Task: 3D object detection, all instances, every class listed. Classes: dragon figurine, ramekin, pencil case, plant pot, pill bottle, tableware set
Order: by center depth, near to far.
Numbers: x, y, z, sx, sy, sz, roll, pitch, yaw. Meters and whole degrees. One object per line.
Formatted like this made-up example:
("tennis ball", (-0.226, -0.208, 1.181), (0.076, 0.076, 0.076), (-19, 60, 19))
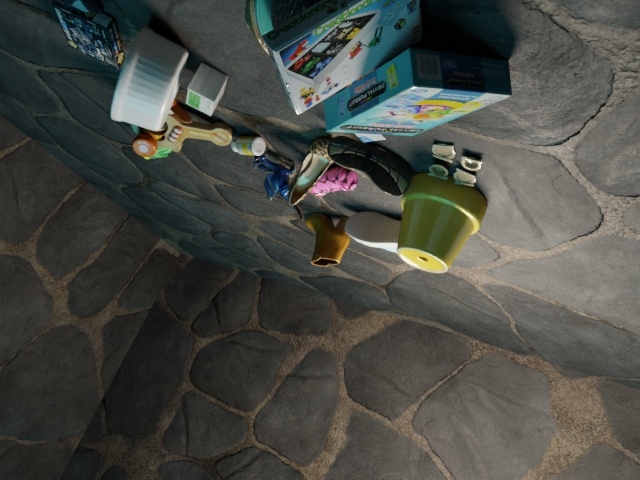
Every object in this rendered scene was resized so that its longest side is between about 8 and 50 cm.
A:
("tableware set", (0.370, -0.205, 1.639), (0.141, 0.020, 0.168), (19, 155, 12))
("ramekin", (-0.477, -0.446, 1.672), (0.135, 0.277, 0.277), (21, 164, -15))
("plant pot", (0.348, -0.041, 1.805), (0.254, 0.238, 0.254), (22, 163, 7))
("pencil case", (0.039, -0.200, 1.993), (0.209, 0.095, 0.098), (-1, 115, 57))
("pill bottle", (-0.251, -0.327, 2.042), (0.116, 0.065, 0.065), (10, 158, 39))
("dragon figurine", (-0.150, -0.192, 2.079), (0.144, 0.288, 0.085), (-11, 172, -16))

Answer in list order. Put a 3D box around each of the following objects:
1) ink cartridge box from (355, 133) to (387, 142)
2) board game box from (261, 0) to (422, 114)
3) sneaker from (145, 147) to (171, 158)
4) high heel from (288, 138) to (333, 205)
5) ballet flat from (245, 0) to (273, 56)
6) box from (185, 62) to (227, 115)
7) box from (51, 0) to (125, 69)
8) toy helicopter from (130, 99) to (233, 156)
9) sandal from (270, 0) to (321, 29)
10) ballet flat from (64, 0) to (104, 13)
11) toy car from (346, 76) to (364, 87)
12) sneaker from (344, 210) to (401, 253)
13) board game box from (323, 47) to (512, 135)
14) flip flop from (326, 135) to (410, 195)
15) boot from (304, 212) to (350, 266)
("ink cartridge box", (0.117, -0.323, 1.597), (0.122, 0.052, 0.089), (38, 158, -33))
("board game box", (0.053, -0.388, 1.133), (0.053, 0.305, 0.193), (56, 176, 26))
("sneaker", (-0.620, -0.404, 2.282), (0.124, 0.109, 0.295), (0, 165, -20))
("high heel", (-0.028, -0.212, 1.881), (0.093, 0.186, 0.261), (28, 162, -10))
("ballet flat", (-0.101, -0.480, 1.382), (0.124, 0.116, 0.342), (36, 175, 34))
("box", (-0.337, -0.446, 1.752), (0.087, 0.101, 0.101), (25, 161, -9))
("box", (-0.692, -0.624, 1.782), (0.175, 0.051, 0.220), (25, 162, -2))
("toy helicopter", (-0.475, -0.401, 2.029), (0.356, 0.140, 0.234), (8, 135, -2))
("sandal", (0.002, -0.503, 1.134), (0.167, 0.107, 0.445), (42, 154, 14))
("ballet flat", (-0.677, -0.679, 1.581), (0.203, 0.074, 0.074), (30, 162, -10))
("toy car", (0.054, -0.412, 1.443), (0.060, 0.040, 0.122), (5, 154, 47))
("sneaker", (0.265, -0.003, 2.190), (0.366, 0.135, 0.150), (15, 157, 30))
("board game box", (0.200, -0.309, 1.295), (0.254, 0.079, 0.336), (-3, 176, -28))
("flip flop", (0.145, -0.228, 1.774), (0.277, 0.112, 0.080), (25, -172, -8))
("boot", (0.001, 0.001, 2.413), (0.295, 0.211, 0.104), (3, 152, 49))
